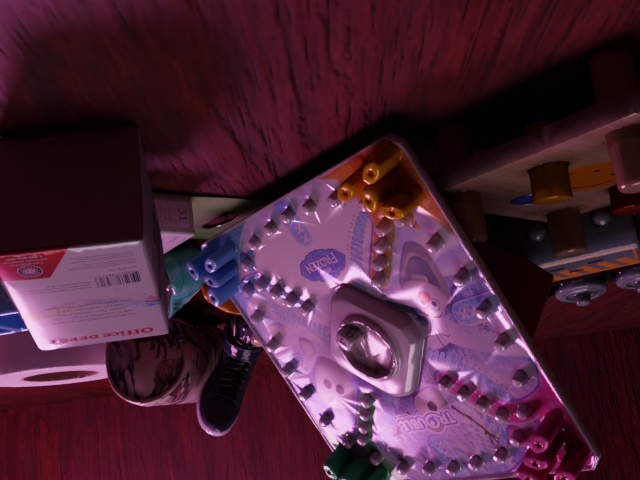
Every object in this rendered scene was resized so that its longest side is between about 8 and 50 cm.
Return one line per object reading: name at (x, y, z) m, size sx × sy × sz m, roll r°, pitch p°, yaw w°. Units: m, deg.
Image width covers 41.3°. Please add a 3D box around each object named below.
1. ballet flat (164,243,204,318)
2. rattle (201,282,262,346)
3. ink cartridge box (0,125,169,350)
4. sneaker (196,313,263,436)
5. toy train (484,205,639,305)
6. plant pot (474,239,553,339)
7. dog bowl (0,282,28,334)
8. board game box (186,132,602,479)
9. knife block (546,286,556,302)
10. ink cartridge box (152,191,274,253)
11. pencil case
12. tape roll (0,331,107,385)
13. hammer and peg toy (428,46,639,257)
ballet flat at (-0.208, 0.063, 1.237) m, size 0.087 × 0.083 × 0.247 m, roll -18°, pitch 172°, yaw -21°
rattle at (-0.127, 0.107, 1.483) m, size 0.142 × 0.130 × 0.200 m, roll 4°, pitch -168°, yaw -2°
ink cartridge box at (-0.215, 0.003, 0.782) m, size 0.128 × 0.127 × 0.176 m, roll -6°, pitch 147°, yaw -7°
sneaker at (-0.158, 0.231, 1.559) m, size 0.086 × 0.226 × 0.163 m, roll 21°, pitch 137°, yaw -6°
toy train at (0.357, 0.011, 1.227) m, size 0.334 × 0.142 × 0.190 m, roll -13°, pitch 156°, yaw 22°
plant pot at (0.105, 0.114, 1.120) m, size 0.235 × 0.267 × 0.267 m, roll 39°, pitch 138°, yaw -6°
dog bowl at (-0.465, 0.088, 1.207) m, size 0.297 × 0.074 × 0.166 m, roll -11°, pitch 166°, yaw 11°
board game box at (0.051, 0.122, 0.947) m, size 0.050 × 0.390 × 0.390 m, roll -38°, pitch -172°, yaw -40°
knife block at (0.317, 0.087, 1.432) m, size 0.242 × 0.088 × 0.275 m, roll -32°, pitch 170°, yaw 37°
ink cartridge box at (-0.191, -0.007, 1.011) m, size 0.235 × 0.056 × 0.171 m, roll 5°, pitch 161°, yaw -36°
pencil case at (-0.276, 0.234, 1.693) m, size 0.159 × 0.184 × 0.410 m, roll -2°, pitch 170°, yaw 11°
tape roll at (-0.509, 0.219, 1.661) m, size 0.286 × 0.100 × 0.286 m, roll -7°, pitch 166°, yaw -2°
hammer and peg toy at (0.300, -0.064, 0.881) m, size 0.361 × 0.127 × 0.266 m, roll 5°, pitch 161°, yaw -42°
